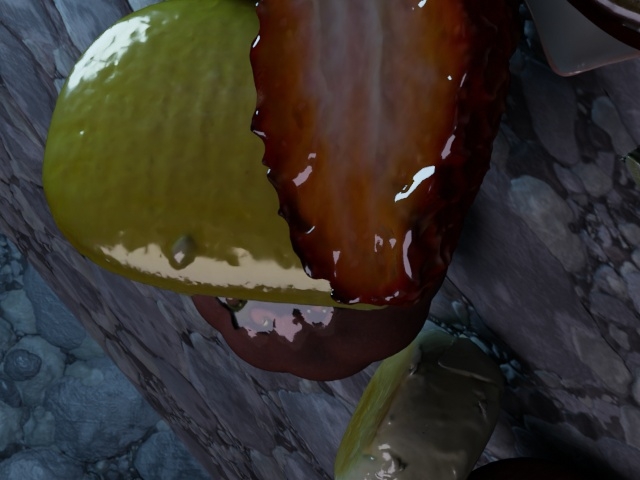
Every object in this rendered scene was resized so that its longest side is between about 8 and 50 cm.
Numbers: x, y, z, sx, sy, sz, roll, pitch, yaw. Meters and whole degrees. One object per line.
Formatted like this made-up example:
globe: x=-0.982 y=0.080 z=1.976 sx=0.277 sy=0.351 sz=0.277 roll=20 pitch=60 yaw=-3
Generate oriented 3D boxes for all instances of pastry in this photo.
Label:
pastry: x=0.113 y=0.227 z=1.646 sx=0.133 sy=0.265 sz=0.265 roll=32 pitch=158 yaw=-4

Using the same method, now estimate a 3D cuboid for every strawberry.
strawberry: x=0.070 y=-0.112 z=1.169 sx=0.265 sy=0.149 sz=0.336 roll=-2 pitch=87 yaw=44

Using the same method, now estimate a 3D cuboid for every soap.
soap: x=-0.078 y=-0.090 z=1.358 sx=0.427 sy=0.306 sz=0.115 roll=12 pitch=173 yaw=22

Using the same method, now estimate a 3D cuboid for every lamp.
lamp: x=0.000 y=0.000 z=1.515 sx=0.305 sy=0.239 sz=0.305 roll=5 pitch=100 yaw=27

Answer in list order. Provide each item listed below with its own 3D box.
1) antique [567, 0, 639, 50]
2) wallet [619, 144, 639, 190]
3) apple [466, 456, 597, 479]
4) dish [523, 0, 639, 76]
antique: x=0.228 y=-0.208 z=0.817 sx=0.278 sy=0.129 sz=0.223 roll=20 pitch=139 yaw=20
wallet: x=0.351 y=0.048 z=0.997 sx=0.309 sy=0.077 sz=0.223 roll=51 pitch=-175 yaw=18
apple: x=0.261 y=0.426 z=1.631 sx=0.345 sy=0.269 sz=0.345 roll=42 pitch=155 yaw=24
dish: x=0.185 y=-0.232 z=1.006 sx=0.212 sy=0.077 sz=0.151 roll=56 pitch=159 yaw=-12
